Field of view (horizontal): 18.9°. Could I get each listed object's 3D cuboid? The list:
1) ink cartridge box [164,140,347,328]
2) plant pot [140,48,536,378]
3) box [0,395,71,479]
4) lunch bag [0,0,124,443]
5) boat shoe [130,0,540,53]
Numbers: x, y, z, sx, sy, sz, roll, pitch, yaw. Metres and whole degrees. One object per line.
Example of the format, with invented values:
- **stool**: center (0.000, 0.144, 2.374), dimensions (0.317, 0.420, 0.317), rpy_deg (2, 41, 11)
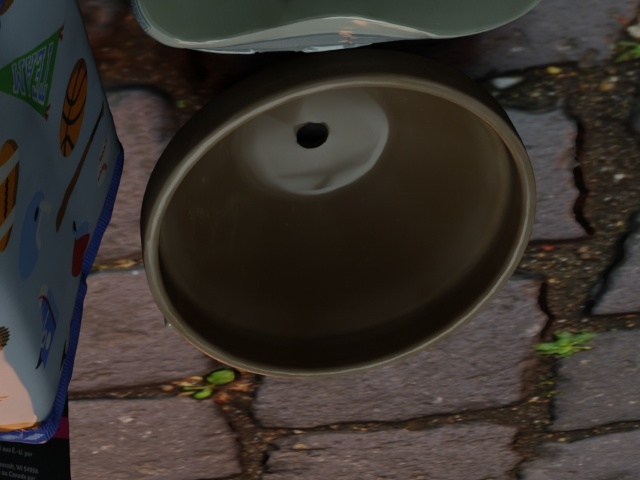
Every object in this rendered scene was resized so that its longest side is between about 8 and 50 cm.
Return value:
- **ink cartridge box**: center (0.000, 0.000, 1.335), dimensions (0.208, 0.087, 0.153), rpy_deg (2, 156, -13)
- **plant pot**: center (0.003, -0.036, 1.173), dimensions (0.237, 0.110, 0.237), rpy_deg (-8, 133, -9)
- **box**: center (-0.269, 0.091, 1.256), dimensions (0.165, 0.270, 0.143), rpy_deg (-23, 151, 36)
- **lunch bag**: center (-0.323, -0.046, 0.990), dimensions (0.385, 0.239, 0.328), rpy_deg (11, 158, 4)
- **boat shoe**: center (0.008, -0.142, 1.031), dimensions (0.227, 0.079, 0.081), rpy_deg (-6, -176, -11)
